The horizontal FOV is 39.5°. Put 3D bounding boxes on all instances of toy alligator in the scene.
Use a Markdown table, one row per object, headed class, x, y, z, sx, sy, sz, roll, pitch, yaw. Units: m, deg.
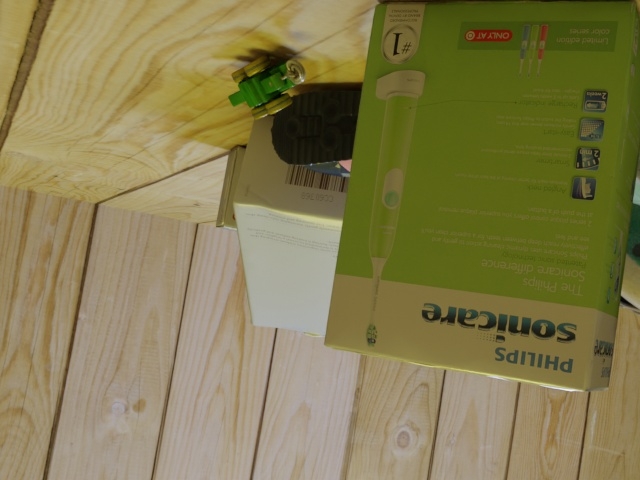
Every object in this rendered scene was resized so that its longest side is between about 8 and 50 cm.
| class | x | y | z | sx | sy | sz | roll | pitch | yaw |
| --- | --- | --- | --- | --- | --- | --- | --- | --- | --- |
| toy alligator | -0.043 | -0.168 | 0.922 | 0.051 | 0.056 | 0.189 | -35 | -167 | -23 |

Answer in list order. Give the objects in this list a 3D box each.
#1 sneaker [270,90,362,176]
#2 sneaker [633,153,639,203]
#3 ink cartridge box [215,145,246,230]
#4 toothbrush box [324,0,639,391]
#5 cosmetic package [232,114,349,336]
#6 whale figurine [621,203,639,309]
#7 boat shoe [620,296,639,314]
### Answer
| class | x | y | z | sx | sy | sz | roll | pitch | yaw |
| --- | --- | --- | --- | --- | --- | --- | --- | --- | --- |
| sneaker | 0.105 | -0.113 | 0.998 | 0.319 | 0.112 | 0.131 | 14 | -176 | 34 |
| sneaker | 0.383 | -0.073 | 0.909 | 0.151 | 0.094 | 0.256 | 17 | -178 | -22 |
| ink cartridge box | -0.072 | -0.072 | 1.530 | 0.190 | 0.140 | 0.082 | 11 | 177 | -16 |
| toothbrush box | 0.136 | -0.036 | 0.713 | 0.206 | 0.283 | 0.122 | 6 | 174 | 27 |
| cosmetic package | 0.000 | 0.000 | 1.323 | 0.217 | 0.156 | 0.385 | 10 | 151 | 4 |
| whale figurine | 0.420 | -0.018 | 1.146 | 0.216 | 0.141 | 0.272 | 18 | -148 | -38 |
| boat shoe | 0.505 | 0.073 | 1.392 | 0.089 | 0.105 | 0.285 | 8 | 173 | 3 |
